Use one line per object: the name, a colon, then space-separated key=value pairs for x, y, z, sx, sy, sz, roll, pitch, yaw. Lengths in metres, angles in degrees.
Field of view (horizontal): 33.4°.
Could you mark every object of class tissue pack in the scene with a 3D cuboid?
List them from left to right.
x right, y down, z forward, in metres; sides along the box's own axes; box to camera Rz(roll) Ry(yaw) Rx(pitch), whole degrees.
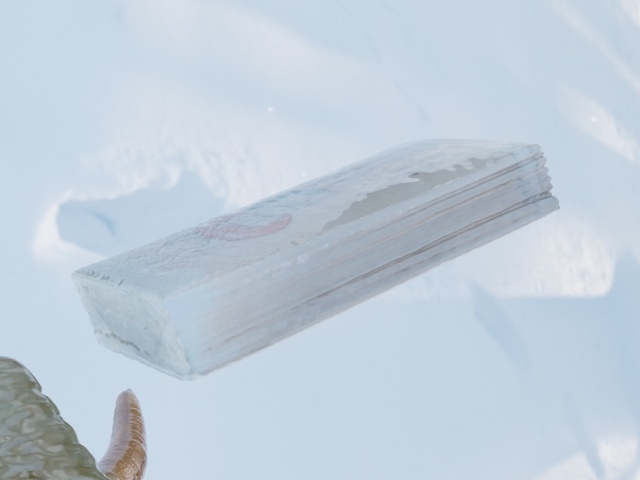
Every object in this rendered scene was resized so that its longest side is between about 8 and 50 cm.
tissue pack: x=0.000 y=0.000 z=0.786 sx=0.325 sy=0.170 sz=0.071 roll=-24 pitch=106 yaw=-28

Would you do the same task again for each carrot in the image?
carrot: x=-0.235 y=0.254 z=1.266 sx=0.271 sy=0.066 sz=0.062 roll=-76 pitch=155 yaw=-70

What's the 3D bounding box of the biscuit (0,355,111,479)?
biscuit: x=-0.232 y=0.123 z=0.438 sx=0.324 sy=0.217 sz=0.044 roll=2 pitch=120 yaw=-43
